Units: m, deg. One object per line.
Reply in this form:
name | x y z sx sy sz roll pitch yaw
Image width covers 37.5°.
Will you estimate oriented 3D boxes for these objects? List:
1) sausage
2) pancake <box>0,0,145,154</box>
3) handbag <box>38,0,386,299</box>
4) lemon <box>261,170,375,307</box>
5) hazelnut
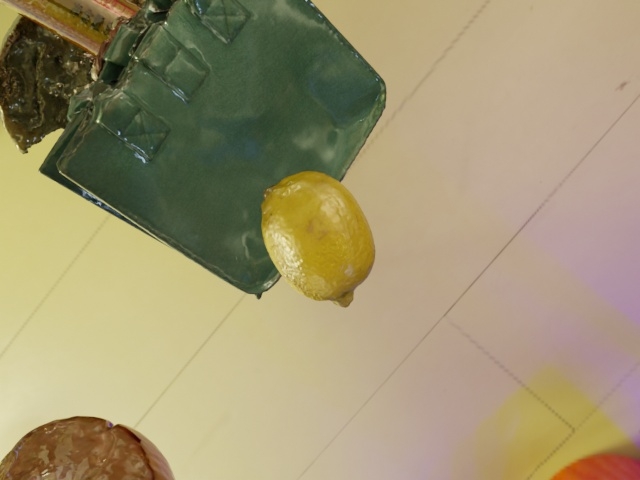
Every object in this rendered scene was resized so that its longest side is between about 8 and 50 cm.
sausage | -0.169 -0.194 1.013 0.372 0.082 0.082 29 100 -14
pancake | -0.265 -0.196 1.133 0.037 0.254 0.253 20 100 54
handbag | -0.091 -0.116 0.886 0.100 0.274 0.268 26 84 48
lemon | 0.000 0.000 0.714 0.082 0.082 0.110 -26 104 13
hazelnut | -0.152 0.195 0.619 0.154 0.143 0.143 33 102 41
